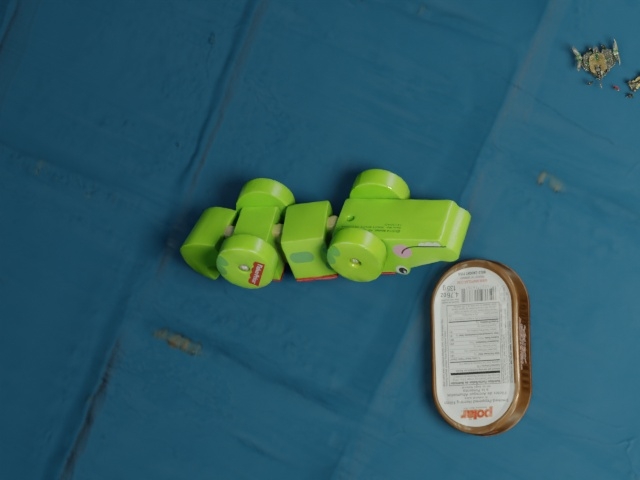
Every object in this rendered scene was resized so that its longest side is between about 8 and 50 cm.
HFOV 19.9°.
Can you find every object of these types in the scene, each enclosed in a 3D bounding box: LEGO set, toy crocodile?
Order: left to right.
[{"bbox_3d":[0.000,0.000,2.004,0.341,0.105,0.115,-3,46,21],"label":"toy crocodile"},{"bbox_3d":[0.303,-0.181,1.922,0.054,0.023,0.083,-43,80,18],"label":"LEGO set"}]

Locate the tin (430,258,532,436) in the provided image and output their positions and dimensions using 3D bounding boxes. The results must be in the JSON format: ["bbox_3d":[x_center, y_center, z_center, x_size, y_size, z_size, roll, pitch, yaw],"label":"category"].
[{"bbox_3d":[0.169,0.113,1.940,0.106,0.040,0.189,-6,81,30],"label":"tin"}]
